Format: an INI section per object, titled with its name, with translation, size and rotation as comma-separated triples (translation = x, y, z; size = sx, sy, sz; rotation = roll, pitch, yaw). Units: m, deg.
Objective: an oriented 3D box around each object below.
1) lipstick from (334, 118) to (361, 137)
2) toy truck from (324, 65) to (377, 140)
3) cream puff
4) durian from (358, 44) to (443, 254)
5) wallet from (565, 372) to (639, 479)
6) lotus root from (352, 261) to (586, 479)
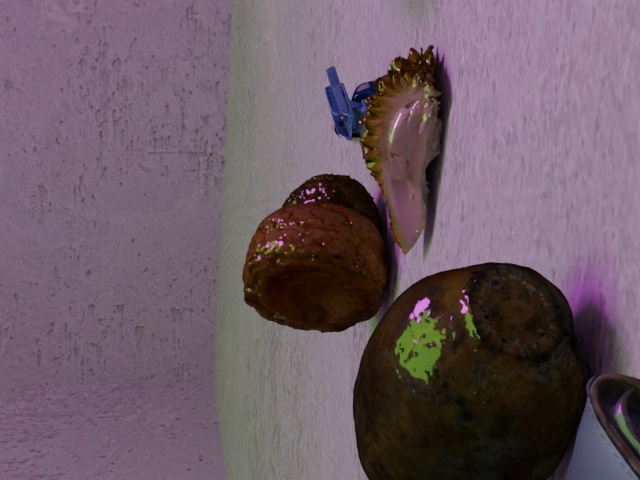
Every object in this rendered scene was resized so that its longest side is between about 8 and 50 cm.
[lipstick]
translation = 0.046, -0.140, 1.881
size = 0.176, 0.027, 0.027
rotation = -154, 64, -78
[toy truck]
translation = 0.049, -0.158, 1.703
size = 0.136, 0.074, 0.063
rotation = -104, 16, -59
[cream puff]
translation = 0.000, 0.000, 1.777
size = 0.183, 0.183, 0.169
rotation = 102, 177, -54
[durian]
translation = 0.075, -0.090, 1.526
size = 0.140, 0.078, 0.224
rotation = -117, 29, -70
[wallet]
translation = 0.191, 0.199, 0.854
size = 0.231, 0.069, 0.170
rotation = 95, 152, -48
[lotus root]
translation = 0.105, 0.121, 1.104
size = 0.275, 0.160, 0.152
rotation = 104, 174, -56
